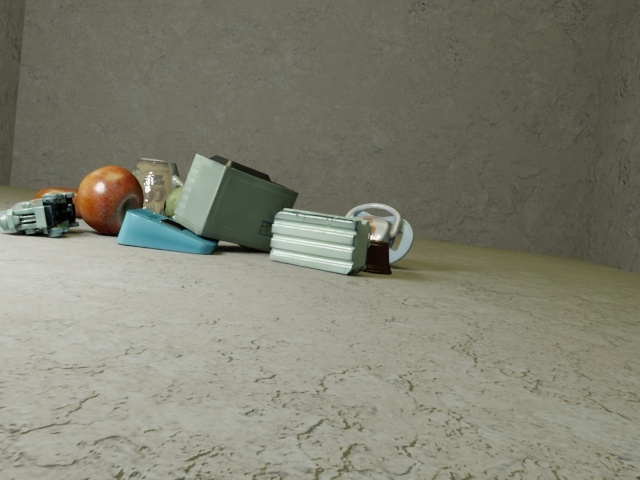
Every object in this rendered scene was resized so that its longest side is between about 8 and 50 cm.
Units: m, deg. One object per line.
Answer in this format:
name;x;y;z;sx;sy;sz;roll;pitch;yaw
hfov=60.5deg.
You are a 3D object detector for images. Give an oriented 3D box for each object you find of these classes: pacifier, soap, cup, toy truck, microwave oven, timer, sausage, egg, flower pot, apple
pacifier;0.179;0.005;1.812;0.279;0.227;0.207;10;-35;26
soap;0.000;0.000;1.472;0.261;0.150;0.094;10;8;26
cup;-0.593;-0.171;2.062;0.301;0.257;0.227;10;7;16
toy truck;-0.743;-0.069;1.459;0.140;0.108;0.257;-7;10;-10
microwave oven;-0.254;-0.108;1.643;0.181;0.237;0.295;26;7;43
timer;-0.416;-0.006;1.539;0.250;0.091;0.232;19;2;-6
sausage;-0.909;-0.136;2.016;0.259;0.113;0.113;4;5;-41
egg;-0.417;-0.095;1.867;0.228;0.177;0.177;17;1;-21
flower pot;0.154;0.043;1.565;0.111;0.089;0.111;7;4;-1
apple;-0.621;-0.121;1.615;0.162;0.201;0.201;21;9;18
